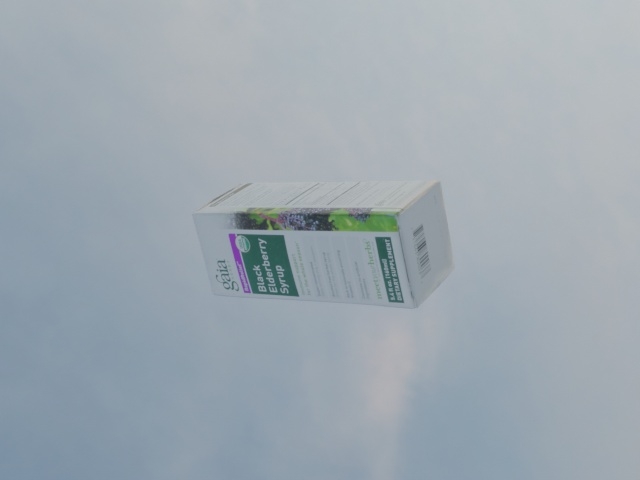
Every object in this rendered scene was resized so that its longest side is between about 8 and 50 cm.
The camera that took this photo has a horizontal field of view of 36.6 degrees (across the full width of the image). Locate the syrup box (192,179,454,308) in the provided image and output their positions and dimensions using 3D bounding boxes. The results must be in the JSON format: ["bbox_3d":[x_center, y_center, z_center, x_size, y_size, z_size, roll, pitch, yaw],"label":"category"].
[{"bbox_3d":[0.000,0.000,0.936,0.096,0.237,0.093,-38,-58,-50],"label":"syrup box"}]
